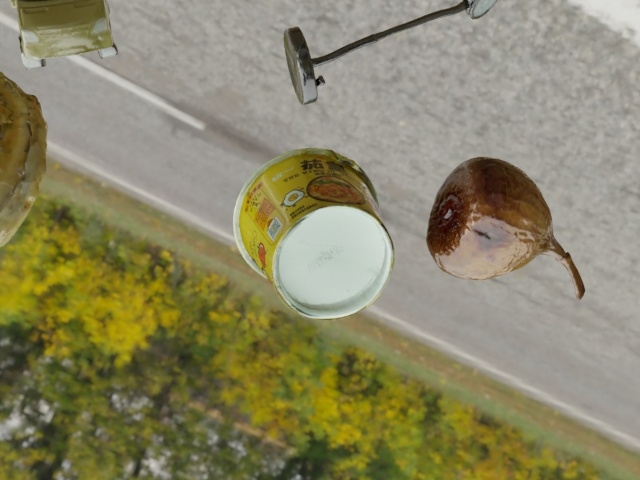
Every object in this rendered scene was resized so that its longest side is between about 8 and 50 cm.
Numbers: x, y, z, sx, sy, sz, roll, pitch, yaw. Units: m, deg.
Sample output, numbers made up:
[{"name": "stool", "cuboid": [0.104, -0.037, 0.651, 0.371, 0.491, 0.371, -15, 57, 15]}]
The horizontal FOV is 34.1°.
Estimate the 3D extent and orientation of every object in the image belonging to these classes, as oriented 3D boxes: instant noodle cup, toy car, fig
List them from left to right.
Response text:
[{"name": "toy car", "cuboid": [-0.289, -0.283, 1.155, 0.101, 0.124, 0.256, -11, -151, -9]}, {"name": "instant noodle cup", "cuboid": [0.000, 0.000, 1.199, 0.182, 0.182, 0.144, 29, -168, -23]}, {"name": "fig", "cuboid": [0.230, -0.010, 1.192, 0.201, 0.133, 0.146, 18, 151, -11]}]

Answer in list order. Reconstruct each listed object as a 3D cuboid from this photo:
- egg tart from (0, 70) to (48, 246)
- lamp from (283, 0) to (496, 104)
[{"name": "egg tart", "cuboid": [-0.374, -0.073, 0.883, 0.291, 0.291, 0.107, 18, 153, 24]}, {"name": "lamp", "cuboid": [0.097, -0.324, 1.502, 0.108, 0.371, 0.130, 50, 163, 21]}]
